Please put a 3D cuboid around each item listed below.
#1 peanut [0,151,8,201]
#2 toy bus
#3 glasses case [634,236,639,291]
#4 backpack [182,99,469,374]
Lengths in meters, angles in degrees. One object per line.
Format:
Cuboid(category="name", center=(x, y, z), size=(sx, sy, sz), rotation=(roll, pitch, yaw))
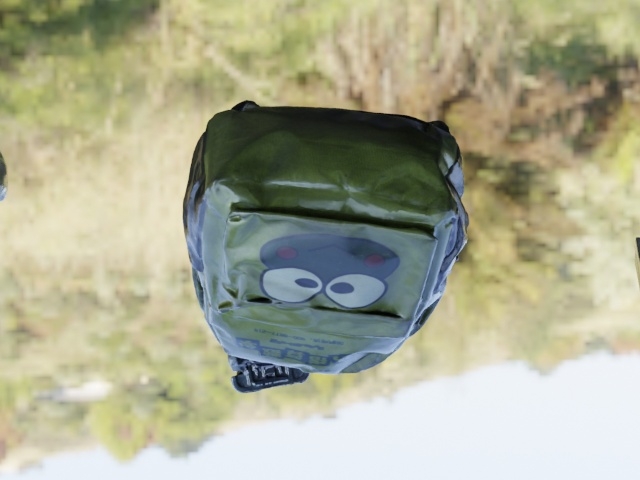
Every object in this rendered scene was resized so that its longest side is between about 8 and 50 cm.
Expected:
Cuboid(category="peanut", center=(-0.377, -0.090, 1.469), size=(0.130, 0.130, 0.290), rotation=(-2, -151, -42))
Cuboid(category="toy bus", center=(-0.059, 0.059, 1.655), size=(0.079, 0.174, 0.077), rotation=(-10, 180, 8))
Cuboid(category="glasses case", center=(0.334, 0.076, 1.537), size=(0.071, 0.047, 0.205), rotation=(-3, -140, 4))
Cuboid(category="backpack", center=(0.000, 0.000, 1.246), size=(0.207, 0.140, 0.253), rotation=(7, 144, -3))
